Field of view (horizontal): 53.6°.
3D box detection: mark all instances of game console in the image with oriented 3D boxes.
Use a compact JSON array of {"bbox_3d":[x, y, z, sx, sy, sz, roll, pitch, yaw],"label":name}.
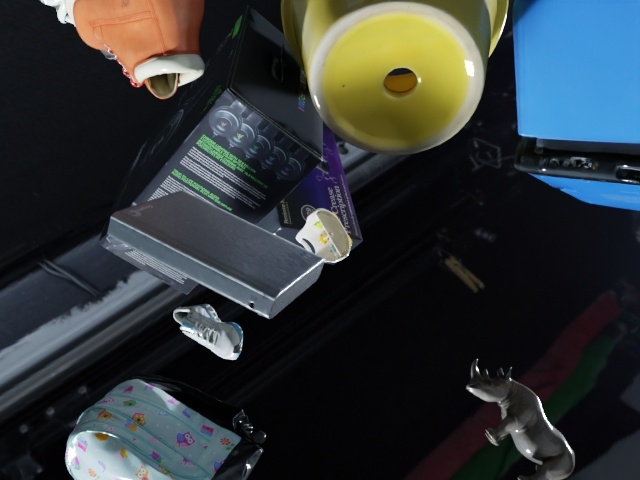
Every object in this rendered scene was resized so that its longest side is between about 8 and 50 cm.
[{"bbox_3d":[0.352,-0.125,0.604,0.250,0.293,0.173,15,-89,-42],"label":"game console"}]

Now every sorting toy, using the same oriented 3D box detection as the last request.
[{"bbox_3d":[0.000,0.000,0.973,0.083,0.075,0.045,60,-148,2],"label":"sorting toy"}]

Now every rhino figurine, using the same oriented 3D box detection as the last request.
[{"bbox_3d":[0.326,0.302,1.053,0.106,0.243,0.073,-32,-11,-3],"label":"rhino figurine"}]

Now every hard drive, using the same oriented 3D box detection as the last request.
[{"bbox_3d":[-0.074,0.006,0.472,0.094,0.135,0.022,-36,-32,-64],"label":"hard drive"}]

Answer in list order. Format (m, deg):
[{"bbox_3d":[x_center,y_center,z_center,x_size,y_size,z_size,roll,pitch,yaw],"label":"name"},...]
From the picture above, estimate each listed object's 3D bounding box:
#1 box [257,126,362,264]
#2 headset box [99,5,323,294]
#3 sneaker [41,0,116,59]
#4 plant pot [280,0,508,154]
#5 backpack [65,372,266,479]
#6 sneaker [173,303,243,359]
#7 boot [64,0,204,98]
[{"bbox_3d":[-0.047,-0.099,1.176,0.185,0.261,0.103,7,-34,-34],"label":"box"},{"bbox_3d":[-0.121,-0.120,0.789,0.131,0.246,0.283,34,-58,-24],"label":"headset box"},{"bbox_3d":[-0.350,-0.320,0.743,0.448,0.169,0.257,-14,-57,-6],"label":"sneaker"},{"bbox_3d":[0.078,-0.222,0.673,0.254,0.238,0.253,2,-46,2],"label":"plant pot"},{"bbox_3d":[-0.169,0.226,0.666,0.151,0.182,0.115,-61,-6,24],"label":"backpack"},{"bbox_3d":[-0.220,0.173,1.203,0.083,0.191,0.071,13,-84,-42],"label":"sneaker"},{"bbox_3d":[-0.120,-0.131,0.407,0.059,0.158,0.084,-14,-79,-32],"label":"boot"}]
